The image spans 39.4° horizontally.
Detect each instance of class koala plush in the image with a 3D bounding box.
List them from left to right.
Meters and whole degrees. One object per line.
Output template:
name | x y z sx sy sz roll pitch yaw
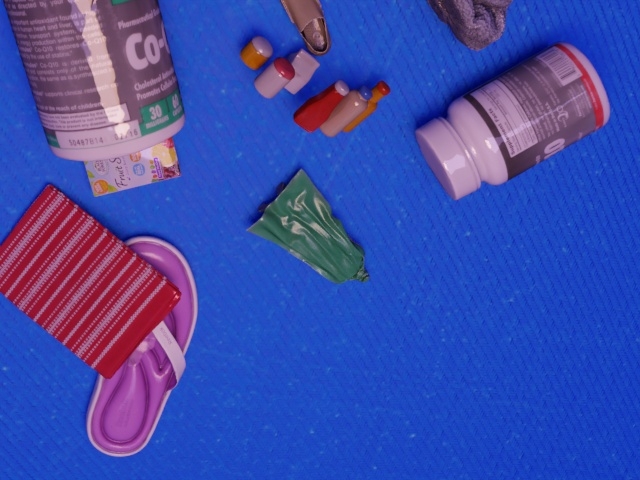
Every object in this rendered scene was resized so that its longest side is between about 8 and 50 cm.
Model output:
koala plush | 0.271 -0.425 1.360 0.221 0.196 0.203 -37 127 2

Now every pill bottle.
pill bottle | -0.323 -0.309 1.236 0.204 0.204 0.360 -15 116 -8
pill bottle | 0.312 -0.191 1.472 0.283 0.161 0.161 -30 116 0

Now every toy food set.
toy food set | -0.004 -0.244 1.378 0.232 0.111 0.104 34 126 -27

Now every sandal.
sandal | -0.298 0.196 1.510 0.170 0.102 0.416 5 110 -17

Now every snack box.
snack box | -0.299 -0.135 1.407 0.141 0.037 0.100 -14 114 -8

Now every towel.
towel | -0.380 0.069 1.425 0.275 0.031 0.199 40 100 -1

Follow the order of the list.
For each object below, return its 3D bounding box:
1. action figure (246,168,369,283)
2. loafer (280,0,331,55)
action figure | 0.000 0.000 1.526 0.232 0.063 0.137 42 95 -21
loafer | -0.020 -0.351 1.381 0.056 0.050 0.148 -33 116 0
